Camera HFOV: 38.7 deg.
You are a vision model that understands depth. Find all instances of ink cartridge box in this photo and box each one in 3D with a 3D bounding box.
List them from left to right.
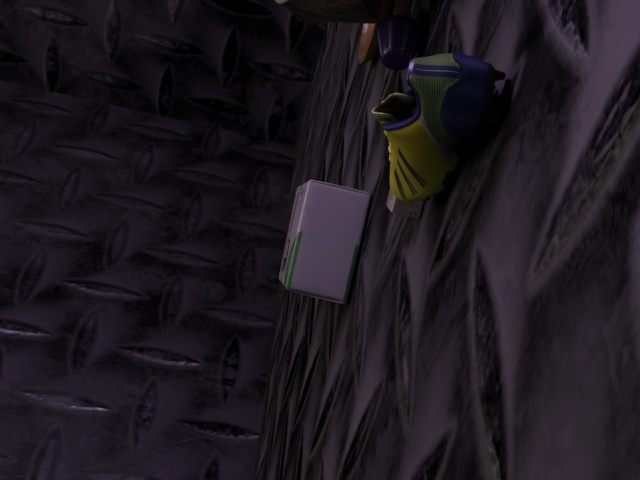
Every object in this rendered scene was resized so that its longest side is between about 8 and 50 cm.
[{"bbox_3d":[0.000,0.000,1.784,0.289,0.121,0.211,-174,96,-84],"label":"ink cartridge box"}]

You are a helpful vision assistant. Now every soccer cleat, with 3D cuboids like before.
[{"bbox_3d":[0.111,-0.126,1.028,0.289,0.121,0.093,118,162,-69],"label":"soccer cleat"}]

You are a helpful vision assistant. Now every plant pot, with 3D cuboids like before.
[{"bbox_3d":[0.128,-0.501,1.998,0.236,0.032,0.236,-169,90,-83],"label":"plant pot"}]

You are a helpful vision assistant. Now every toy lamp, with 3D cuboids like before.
[{"bbox_3d":[0.140,-0.401,1.508,0.080,0.080,0.274,113,170,-62],"label":"toy lamp"}]

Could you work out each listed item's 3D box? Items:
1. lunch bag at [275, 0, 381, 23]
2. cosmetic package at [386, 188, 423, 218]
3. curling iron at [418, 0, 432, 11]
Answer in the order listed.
[{"bbox_3d":[0.013,-0.481,1.445,0.287,0.169,0.235,-19,-67,-80],"label":"lunch bag"},{"bbox_3d":[0.123,-0.093,1.220,0.060,0.041,0.115,-101,23,-75],"label":"cosmetic package"},{"bbox_3d":[0.188,-0.490,1.433,0.068,0.035,0.274,61,-144,-78],"label":"curling iron"}]
